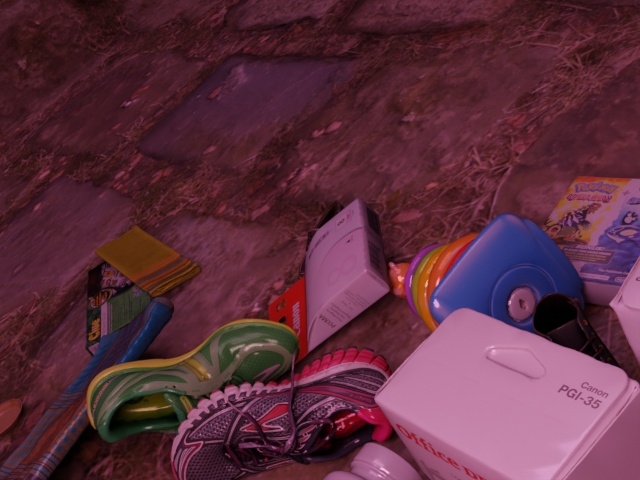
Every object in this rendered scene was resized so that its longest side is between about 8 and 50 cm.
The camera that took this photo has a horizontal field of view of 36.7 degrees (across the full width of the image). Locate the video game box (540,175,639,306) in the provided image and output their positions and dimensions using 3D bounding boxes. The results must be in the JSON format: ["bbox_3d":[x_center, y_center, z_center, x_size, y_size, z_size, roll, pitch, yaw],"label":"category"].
[{"bbox_3d":[0.367,-0.001,1.187,0.205,0.048,0.187,7,46,47],"label":"video game box"}]

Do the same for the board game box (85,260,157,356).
[{"bbox_3d":[-0.359,0.096,1.737,0.136,0.030,0.260,-28,31,4],"label":"board game box"}]

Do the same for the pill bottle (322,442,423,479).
[{"bbox_3d":[0.024,0.310,1.002,0.108,0.108,0.193,8,49,48],"label":"pill bottle"}]

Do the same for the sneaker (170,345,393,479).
[{"bbox_3d":[-0.050,0.230,1.173,0.299,0.121,0.112,-26,33,11],"label":"sneaker"}]

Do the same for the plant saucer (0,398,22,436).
[{"bbox_3d":[-0.531,0.302,1.615,0.083,0.015,0.083,-23,31,15],"label":"plant saucer"}]

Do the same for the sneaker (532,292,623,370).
[{"bbox_3d":[0.277,0.152,0.981,0.083,0.118,0.222,-31,31,3],"label":"sneaker"}]

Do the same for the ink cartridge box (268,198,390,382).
[{"bbox_3d":[-0.008,0.068,1.369,0.232,0.066,0.189,-36,28,19],"label":"ink cartridge box"}]

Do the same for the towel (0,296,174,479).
[{"bbox_3d":[-0.370,0.251,1.419,0.271,0.040,0.370,-32,19,54],"label":"towel"}]

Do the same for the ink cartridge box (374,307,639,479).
[{"bbox_3d":[0.196,0.213,0.808,0.117,0.283,0.207,-44,32,-17],"label":"ink cartridge box"}]

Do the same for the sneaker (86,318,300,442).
[{"bbox_3d":[-0.161,0.198,1.271,0.295,0.109,0.123,-20,33,-2],"label":"sneaker"}]

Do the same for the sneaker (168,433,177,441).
[{"bbox_3d":[-0.151,0.247,1.321,0.119,0.047,0.057,-14,24,27],"label":"sneaker"}]

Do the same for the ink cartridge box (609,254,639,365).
[{"bbox_3d":[0.391,0.121,0.734,0.223,0.307,0.129,6,48,46],"label":"ink cartridge box"}]

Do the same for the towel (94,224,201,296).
[{"bbox_3d":[-0.317,0.033,1.741,0.102,0.021,0.237,-29,34,-27],"label":"towel"}]

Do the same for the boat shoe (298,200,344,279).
[{"bbox_3d":[0.000,0.000,1.518,0.056,0.049,0.152,-7,40,36],"label":"boat shoe"}]

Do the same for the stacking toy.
[{"bbox_3d":[0.168,0.062,1.211,0.166,0.175,0.302,-48,20,-14],"label":"stacking toy"}]
